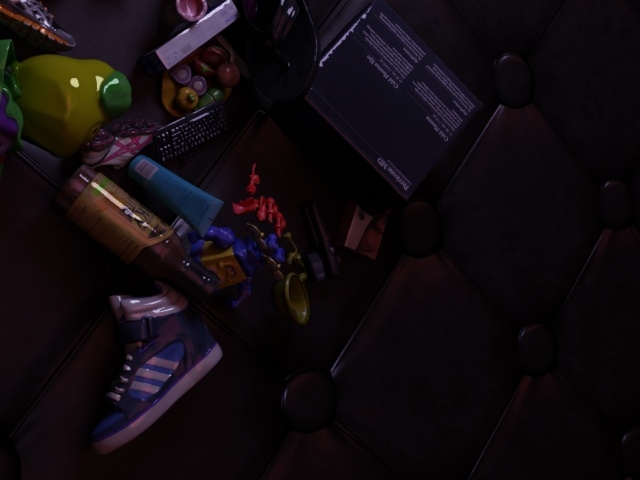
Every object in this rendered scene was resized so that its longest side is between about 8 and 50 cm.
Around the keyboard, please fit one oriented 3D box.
[{"bbox_3d":[-0.262,-0.209,1.870,0.180,0.023,0.108,-32,142,-33],"label":"keyboard"}]

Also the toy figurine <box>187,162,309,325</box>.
[{"bbox_3d":[-0.176,0.039,1.897,0.363,0.217,0.191,65,15,-45],"label":"toy figurine"}]

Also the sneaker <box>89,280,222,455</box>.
[{"bbox_3d":[-0.370,0.226,1.773,0.323,0.130,0.236,-40,100,-22],"label":"sneaker"}]

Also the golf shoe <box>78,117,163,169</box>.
[{"bbox_3d":[-0.392,-0.187,1.804,0.186,0.067,0.086,-20,130,-34],"label":"golf shoe"}]

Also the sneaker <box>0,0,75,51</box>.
[{"bbox_3d":[-0.546,-0.426,1.698,0.215,0.084,0.083,32,68,-26],"label":"sneaker"}]

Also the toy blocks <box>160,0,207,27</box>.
[{"bbox_3d":[-0.294,-0.616,1.753,0.288,0.260,0.309,26,76,-28],"label":"toy blocks"}]

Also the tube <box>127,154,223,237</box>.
[{"bbox_3d":[-0.286,-0.095,1.791,0.080,0.207,0.052,-60,160,14],"label":"tube"}]

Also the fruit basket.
[{"bbox_3d":[-0.513,-0.192,1.544,0.392,0.392,0.283,12,82,-31],"label":"fruit basket"}]

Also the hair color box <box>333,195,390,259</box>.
[{"bbox_3d":[0.101,-0.049,2.103,0.093,0.053,0.167,24,78,-29],"label":"hair color box"}]

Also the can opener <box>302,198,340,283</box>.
[{"bbox_3d":[0.000,0.000,2.034,0.073,0.059,0.186,-14,94,-53],"label":"can opener"}]

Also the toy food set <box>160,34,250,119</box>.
[{"bbox_3d":[-0.231,-0.338,1.894,0.218,0.071,0.128,-43,110,-25],"label":"toy food set"}]

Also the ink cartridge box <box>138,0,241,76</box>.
[{"bbox_3d":[-0.265,-0.411,1.860,0.207,0.097,0.046,-42,111,-25],"label":"ink cartridge box"}]

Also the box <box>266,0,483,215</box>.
[{"bbox_3d":[0.119,-0.290,2.014,0.343,0.179,0.312,45,66,-10],"label":"box"}]

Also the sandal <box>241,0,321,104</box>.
[{"bbox_3d":[-0.103,-0.489,1.865,0.107,0.167,0.446,18,63,-57],"label":"sandal"}]

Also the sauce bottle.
[{"bbox_3d":[-0.346,-0.004,1.755,0.344,0.111,0.111,38,69,-13],"label":"sauce bottle"}]
